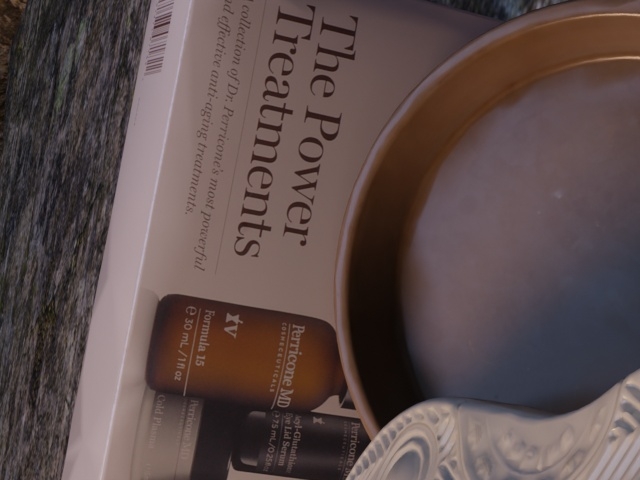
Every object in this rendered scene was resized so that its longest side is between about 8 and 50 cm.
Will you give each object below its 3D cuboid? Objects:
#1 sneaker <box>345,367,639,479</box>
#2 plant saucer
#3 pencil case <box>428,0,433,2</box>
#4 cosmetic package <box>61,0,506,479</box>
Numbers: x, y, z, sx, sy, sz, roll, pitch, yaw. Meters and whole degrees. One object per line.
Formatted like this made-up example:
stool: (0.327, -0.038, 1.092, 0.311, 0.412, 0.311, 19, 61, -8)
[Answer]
sneaker: (0.121, 0.134, 0.539, 0.350, 0.148, 0.131, -26, 39, 58)
plant saucer: (0.135, 0.024, 0.649, 0.277, 0.041, 0.278, -1, 87, 29)
pencil case: (0.000, 0.000, 1.017, 0.160, 0.167, 0.386, 28, 110, 30)
cosmetic package: (0.020, 0.055, 0.768, 0.097, 0.284, 0.377, -171, 91, -68)
